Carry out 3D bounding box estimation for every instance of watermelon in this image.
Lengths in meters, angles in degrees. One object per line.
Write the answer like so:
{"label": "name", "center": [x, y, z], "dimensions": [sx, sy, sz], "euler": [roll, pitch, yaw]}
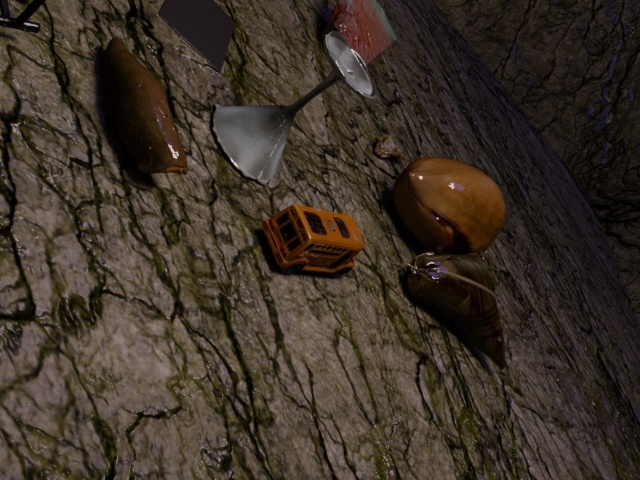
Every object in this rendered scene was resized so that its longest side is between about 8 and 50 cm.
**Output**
{"label": "watermelon", "center": [0.073, -0.485, 1.829], "dimensions": [0.193, 0.139, 0.257], "euler": [49, 36, -24]}

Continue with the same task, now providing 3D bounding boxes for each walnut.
{"label": "walnut", "center": [0.259, -0.076, 1.580], "dimensions": [0.298, 0.203, 0.203], "euler": [34, 34, -40]}

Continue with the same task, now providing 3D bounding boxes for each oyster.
{"label": "oyster", "center": [0.151, -0.213, 1.738], "dimensions": [0.132, 0.029, 0.086], "euler": [15, 41, -49]}

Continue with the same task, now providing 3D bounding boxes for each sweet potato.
{"label": "sweet potato", "center": [-0.241, -0.180, 0.993], "dimensions": [0.077, 0.077, 0.244], "euler": [8, 50, -57]}

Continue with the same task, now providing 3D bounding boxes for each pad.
{"label": "pad", "center": [-0.214, -0.393, 1.355], "dimensions": [0.143, 0.003, 0.211], "euler": [42, 29, -26]}

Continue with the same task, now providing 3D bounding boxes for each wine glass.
{"label": "wine glass", "center": [-0.038, -0.208, 1.183], "dimensions": [0.156, 0.232, 0.156], "euler": [40, 31, -30]}

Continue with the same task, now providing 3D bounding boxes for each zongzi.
{"label": "zongzi", "center": [0.266, 0.138, 1.459], "dimensions": [0.247, 0.111, 0.241], "euler": [4, 63, -52]}

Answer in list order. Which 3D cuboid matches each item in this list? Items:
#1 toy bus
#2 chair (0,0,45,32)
{"label": "toy bus", "center": [0.000, 0.000, 1.173], "dimensions": [0.194, 0.088, 0.083], "euler": [8, 52, -56]}
{"label": "chair", "center": [-0.391, -0.327, 0.788], "dimensions": [0.260, 0.154, 0.141], "euler": [-3, 74, -49]}
